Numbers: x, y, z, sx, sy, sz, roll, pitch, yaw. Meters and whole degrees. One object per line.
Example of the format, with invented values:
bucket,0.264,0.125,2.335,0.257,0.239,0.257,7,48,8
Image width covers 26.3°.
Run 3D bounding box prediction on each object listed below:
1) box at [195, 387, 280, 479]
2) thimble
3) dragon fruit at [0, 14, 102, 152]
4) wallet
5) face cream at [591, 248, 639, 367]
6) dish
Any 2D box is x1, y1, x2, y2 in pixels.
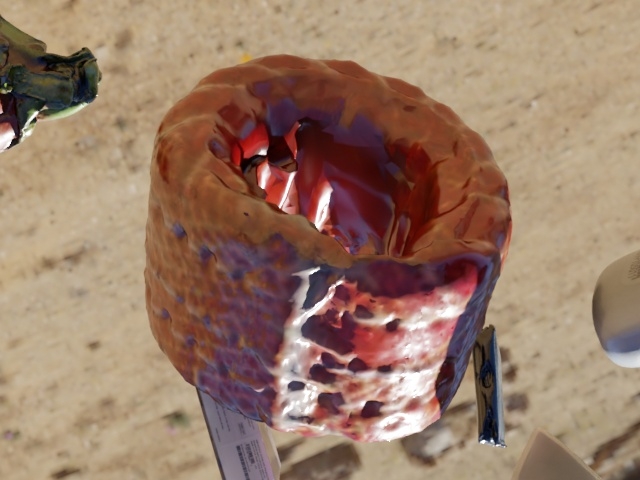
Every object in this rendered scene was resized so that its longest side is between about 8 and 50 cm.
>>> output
box,-0.081,0.182,1.364,0.051,0.130,0.129,-15,-177,1
thimble,0.000,0.000,1.268,0.350,0.350,0.230,-14,134,-31
dragon fruit,-0.350,-0.155,1.258,0.269,0.198,0.200,-13,158,11
wallet,0.241,0.211,1.951,0.036,0.167,0.222,-5,170,9
face cream,0.370,0.004,1.004,0.336,0.080,0.163,-21,-174,26
dish,0.235,0.319,1.361,0.064,0.154,0.234,-20,124,-21
